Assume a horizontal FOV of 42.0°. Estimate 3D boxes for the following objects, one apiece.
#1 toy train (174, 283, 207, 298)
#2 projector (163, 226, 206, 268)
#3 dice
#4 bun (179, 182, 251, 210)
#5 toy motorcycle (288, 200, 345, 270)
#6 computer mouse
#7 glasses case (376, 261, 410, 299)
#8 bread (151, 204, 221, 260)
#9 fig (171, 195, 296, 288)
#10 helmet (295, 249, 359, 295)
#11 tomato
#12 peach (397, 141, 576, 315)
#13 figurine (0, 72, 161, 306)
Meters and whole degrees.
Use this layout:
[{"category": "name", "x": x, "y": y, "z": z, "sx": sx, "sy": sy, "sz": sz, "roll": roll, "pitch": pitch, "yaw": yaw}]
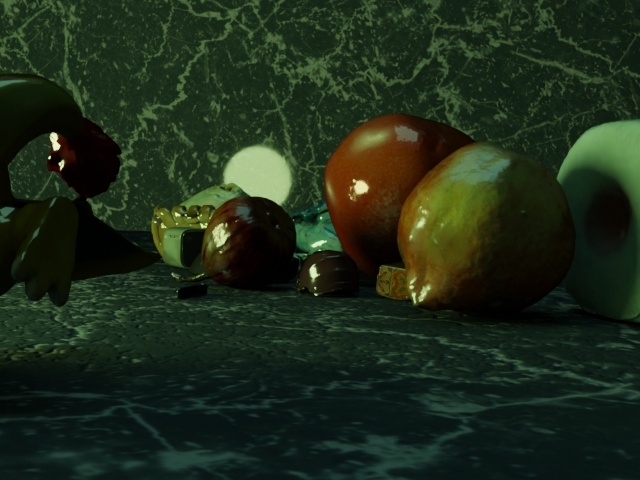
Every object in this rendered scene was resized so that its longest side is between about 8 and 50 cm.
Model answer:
[{"category": "toy train", "x": -0.192, "y": 0.074, "z": 1.218, "sx": 0.017, "sy": 0.017, "sz": 0.083, "roll": 0, "pitch": 2, "yaw": 22}, {"category": "projector", "x": -0.273, "y": 0.015, "z": 1.738, "sx": 0.083, "sy": 0.083, "sz": 0.082, "roll": 0, "pitch": 3, "yaw": -36}, {"category": "dice", "x": 0.498, "y": -0.025, "z": 1.144, "sx": 0.262, "sy": 0.268, "sz": 0.264, "roll": 1, "pitch": 2, "yaw": -20}, {"category": "bun", "x": -0.243, "y": -0.046, "z": 2.023, "sx": 0.293, "sy": 0.187, "sz": 0.293, "roll": -1, "pitch": 2, "yaw": 0}, {"category": "toy motorcycle", "x": 0.000, "y": 0.000, "z": 1.816, "sx": 0.206, "sy": 0.154, "sz": 0.260, "roll": -25, "pitch": 17, "yaw": -23}, {"category": "computer mouse", "x": -0.149, "y": 0.032, "z": 1.537, "sx": 0.147, "sy": 0.088, "sz": 0.264, "roll": -3, "pitch": 8, "yaw": -37}, {"category": "glasses case", "x": 0.163, "y": 0.063, "z": 1.361, "sx": 0.075, "sy": 0.049, "sz": 0.218, "roll": 10, "pitch": 6, "yaw": 23}, {"category": "bread", "x": -0.263, "y": -0.016, "z": 1.839, "sx": 0.225, "sy": 0.134, "sz": 0.081, "roll": 2, "pitch": 12, "yaw": 10}, {"category": "fig", "x": -0.129, "y": 0.021, "z": 1.354, "sx": 0.148, "sy": 0.202, "sz": 0.149, "roll": 36, "pitch": -4, "yaw": -7}, {"category": "helmet", "x": 0.011, "y": 0.049, "z": 1.326, "sx": 0.098, "sy": 0.071, "sz": 0.123, "roll": 0, "pitch": 4, "yaw": -26}, {"category": "tomato", "x": 0.166, "y": -0.093, "z": 1.584, "sx": 0.341, "sy": 0.341, "sz": 0.273, "roll": 0, "pitch": 44, "yaw": -42}, {"category": "peach", "x": 0.206, "y": 0.001, "z": 1.105, "sx": 0.232, "sy": 0.257, "sz": 0.232, "roll": 34, "pitch": -18, "yaw": 13}, {"category": "figurine", "x": -0.353, "y": -0.014, "z": 0.636, "sx": 0.386, "sy": 0.268, "sz": 0.401, "roll": -14, "pitch": -38, "yaw": 23}]
